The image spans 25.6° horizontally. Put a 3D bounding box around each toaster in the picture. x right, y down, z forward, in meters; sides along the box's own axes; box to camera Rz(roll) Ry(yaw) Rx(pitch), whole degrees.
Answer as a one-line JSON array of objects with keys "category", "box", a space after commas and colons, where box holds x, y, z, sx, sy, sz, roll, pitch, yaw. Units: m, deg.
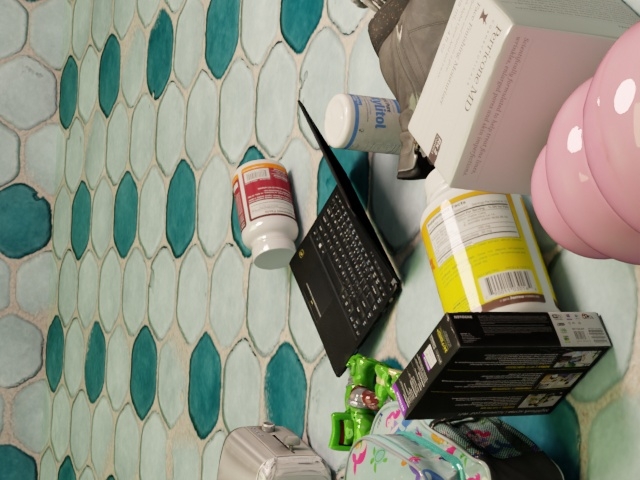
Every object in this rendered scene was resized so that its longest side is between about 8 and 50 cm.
[{"category": "toaster", "box": [-0.068, 0.373, 1.955, 0.146, 0.129, 0.227, 17, 101, 62]}]

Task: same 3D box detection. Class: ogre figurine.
[{"category": "ogre figurine", "box": [0.062, 0.209, 1.741, 0.197, 0.096, 0.118, 15, 89, 53]}]

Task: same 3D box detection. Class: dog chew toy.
[{"category": "dog chew toy", "box": [0.288, -0.070, 1.195, 0.332, 0.206, 0.207, 141, 129, -68]}]

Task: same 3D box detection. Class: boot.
[{"category": "boot", "box": [0.161, -0.217, 1.593, 0.338, 0.118, 0.223, 120, 143, -62]}]

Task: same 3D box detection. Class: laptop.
[{"category": "laptop", "box": [0.000, 0.000, 1.845, 0.264, 0.136, 0.234, -58, 35, 29]}]

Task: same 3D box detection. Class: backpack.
[{"category": "backpack", "box": [0.125, 0.287, 1.502, 0.253, 0.191, 0.225, -140, 55, -64]}]

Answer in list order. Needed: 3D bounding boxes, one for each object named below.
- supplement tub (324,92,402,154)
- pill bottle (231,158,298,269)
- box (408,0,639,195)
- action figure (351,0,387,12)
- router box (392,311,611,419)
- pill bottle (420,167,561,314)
[{"category": "supplement tub", "box": [0.065, -0.145, 1.765, 0.071, 0.107, 0.071, -177, 90, -65]}, {"category": "pill bottle", "box": [-0.080, -0.037, 2.084, 0.086, 0.086, 0.152, 128, 139, -50]}, {"category": "box", "box": [0.209, -0.147, 1.373, 0.119, 0.181, 0.181, -119, 41, -50]}, {"category": "action figure", "box": [0.078, -0.360, 1.707, 0.164, 0.275, 0.141, -41, 86, 26]}, {"category": "router box", "box": [0.179, 0.125, 1.402, 0.133, 0.178, 0.046, -59, 38, 44]}, {"category": "pill bottle", "box": [0.175, 0.019, 1.498, 0.117, 0.117, 0.215, 124, 142, -47]}]
